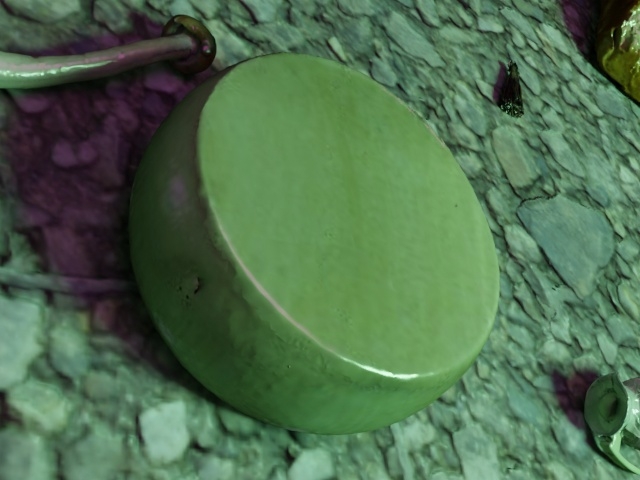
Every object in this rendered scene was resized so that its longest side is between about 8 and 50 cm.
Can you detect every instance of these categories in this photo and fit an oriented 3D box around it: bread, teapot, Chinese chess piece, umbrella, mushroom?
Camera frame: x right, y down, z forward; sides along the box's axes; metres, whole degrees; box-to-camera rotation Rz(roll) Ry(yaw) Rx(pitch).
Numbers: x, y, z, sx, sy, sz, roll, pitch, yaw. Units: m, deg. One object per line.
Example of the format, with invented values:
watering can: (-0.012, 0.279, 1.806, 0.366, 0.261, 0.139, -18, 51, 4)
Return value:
bread: (0.459, -0.306, 1.110, 0.195, 0.149, 0.344, 32, 47, -15)
teapot: (0.251, 0.147, 0.713, 0.064, 0.064, 0.083, 14, 86, -23)
Chinese chess piece: (0.000, 0.000, 0.568, 0.250, 0.101, 0.250, 21, 51, -28)
umbrella: (0.197, -0.152, 0.893, 0.031, 0.020, 0.083, 29, 42, -22)
mushroom: (-0.196, -0.128, 0.544, 0.306, 0.043, 0.068, -2, 46, -39)
